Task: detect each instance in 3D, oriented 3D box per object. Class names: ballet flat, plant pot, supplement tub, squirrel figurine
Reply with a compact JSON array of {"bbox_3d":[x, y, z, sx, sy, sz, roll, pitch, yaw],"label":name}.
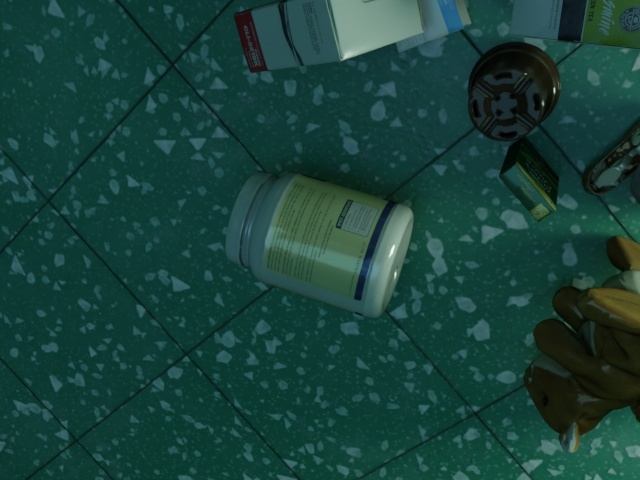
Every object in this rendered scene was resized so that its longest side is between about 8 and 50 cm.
[{"bbox_3d":[0.554,-0.150,1.363,0.073,0.067,0.206,41,118,1],"label":"ballet flat"},{"bbox_3d":[0.330,-0.253,1.344,0.167,0.165,0.166,7,113,17],"label":"plant pot"},{"bbox_3d":[0.000,0.000,1.524,0.325,0.235,0.235,18,116,12],"label":"supplement tub"},{"bbox_3d":[0.576,0.251,1.415,0.397,0.281,0.370,28,124,9],"label":"squirrel figurine"}]

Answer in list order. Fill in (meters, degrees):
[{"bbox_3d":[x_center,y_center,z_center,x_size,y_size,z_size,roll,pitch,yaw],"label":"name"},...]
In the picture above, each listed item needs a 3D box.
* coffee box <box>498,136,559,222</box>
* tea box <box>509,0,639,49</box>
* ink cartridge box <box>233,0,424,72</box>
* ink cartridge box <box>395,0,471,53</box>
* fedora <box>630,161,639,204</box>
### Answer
[{"bbox_3d":[0.378,-0.113,1.373,0.040,0.184,0.113,-38,95,29],"label":"coffee box"},{"bbox_3d":[0.487,-0.466,1.144,0.324,0.220,0.328,15,117,25],"label":"tea box"},{"bbox_3d":[0.012,-0.377,1.323,0.273,0.197,0.114,8,119,53],"label":"ink cartridge box"},{"bbox_3d":[0.183,-0.402,1.375,0.143,0.092,0.089,-16,105,24],"label":"ink cartridge box"},{"bbox_3d":[0.623,-0.122,1.282,0.124,0.244,0.275,53,154,25],"label":"fedora"}]
